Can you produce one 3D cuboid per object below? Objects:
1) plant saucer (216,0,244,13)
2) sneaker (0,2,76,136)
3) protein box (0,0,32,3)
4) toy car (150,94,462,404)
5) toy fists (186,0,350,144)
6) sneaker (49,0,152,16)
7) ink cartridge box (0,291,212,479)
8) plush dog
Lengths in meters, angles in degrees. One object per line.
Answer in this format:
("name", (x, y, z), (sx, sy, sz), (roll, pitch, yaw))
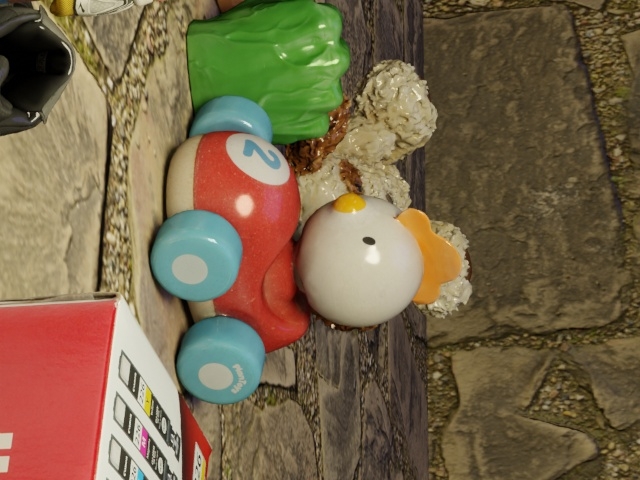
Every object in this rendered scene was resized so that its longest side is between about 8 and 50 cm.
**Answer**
("plant saucer", (-0.076, -0.307, 1.912), (0.200, 0.037, 0.200), (-3, 90, -79))
("sneaker", (-0.179, -0.098, 1.088), (0.234, 0.106, 0.078), (-62, 148, -71))
("protein box", (-0.199, -0.243, 0.945), (0.201, 0.136, 0.200), (58, 29, -68))
("toy car", (0.000, 0.000, 1.669), (0.219, 0.238, 0.210), (-79, 162, -54))
("toy fists", (-0.046, -0.224, 1.756), (0.096, 0.142, 0.279), (-43, 129, -77))
("sneaker", (-0.164, -0.220, 1.146), (0.225, 0.092, 0.088), (55, -23, 29))
("ink cartridge box", (-0.161, 0.195, 1.036), (0.272, 0.130, 0.309), (68, 22, -57))
("plush dog", (0.016, -0.031, 1.900), (0.225, 0.210, 0.262), (-22, 100, -73))
